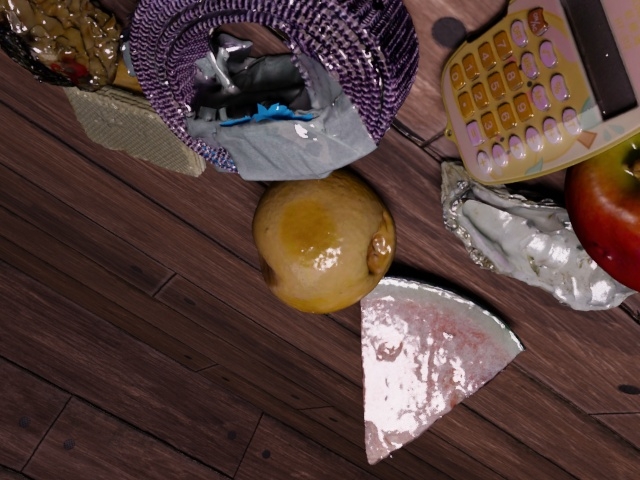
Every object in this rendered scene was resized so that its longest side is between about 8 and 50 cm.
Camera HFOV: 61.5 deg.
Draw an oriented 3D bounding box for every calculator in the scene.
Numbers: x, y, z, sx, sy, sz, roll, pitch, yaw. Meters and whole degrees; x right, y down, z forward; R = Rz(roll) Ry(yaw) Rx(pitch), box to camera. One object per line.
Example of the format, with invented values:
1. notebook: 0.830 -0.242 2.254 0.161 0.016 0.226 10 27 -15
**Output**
1. calculator: 0.196 -0.139 0.467 0.236 0.033 0.157 -23 82 54

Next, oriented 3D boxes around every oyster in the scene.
1. oyster: 0.270 0.006 0.660 0.252 0.087 0.199 6 136 18

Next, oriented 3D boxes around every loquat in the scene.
1. loquat: -0.003 -0.001 0.754 0.213 0.213 0.213 19 149 12

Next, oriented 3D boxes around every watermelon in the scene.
1. watermelon: 0.129 0.191 0.923 0.250 0.293 0.283 52 155 15

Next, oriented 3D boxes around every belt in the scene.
1. belt: -0.055 -0.186 0.586 0.325 0.122 0.260 3 136 30

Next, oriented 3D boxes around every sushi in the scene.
1. sushi: -0.327 -0.280 0.637 0.115 0.147 0.212 14 158 30

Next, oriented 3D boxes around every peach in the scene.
1. peach: 0.321 -0.035 0.478 0.197 0.197 0.197 19 149 12

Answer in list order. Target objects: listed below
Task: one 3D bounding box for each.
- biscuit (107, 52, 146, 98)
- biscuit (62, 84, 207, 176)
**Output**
1. biscuit: -0.277 -0.209 0.802 0.183 0.039 0.174 14 150 21
2. biscuit: -0.268 -0.164 0.786 0.199 0.040 0.121 20 148 12
